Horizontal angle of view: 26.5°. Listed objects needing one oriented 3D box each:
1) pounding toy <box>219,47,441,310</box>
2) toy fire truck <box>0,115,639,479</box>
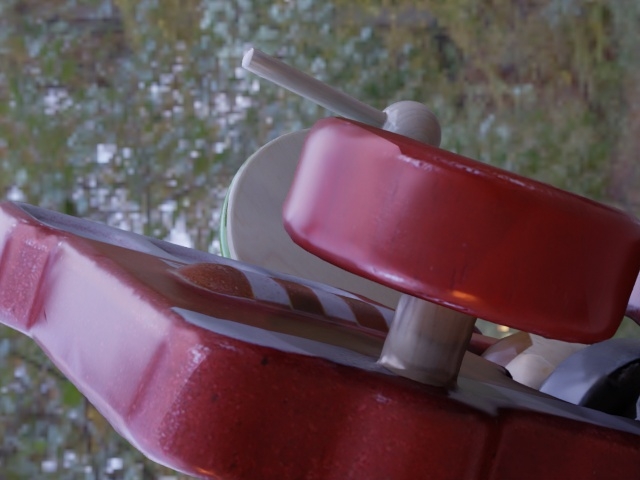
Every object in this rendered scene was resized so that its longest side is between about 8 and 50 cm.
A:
[{"bbox_3d":[0.000,0.000,0.994,0.110,0.182,0.237,133,145,-54],"label":"pounding toy"},{"bbox_3d":[0.044,0.055,0.484,0.254,0.302,0.169,27,102,61],"label":"toy fire truck"}]
